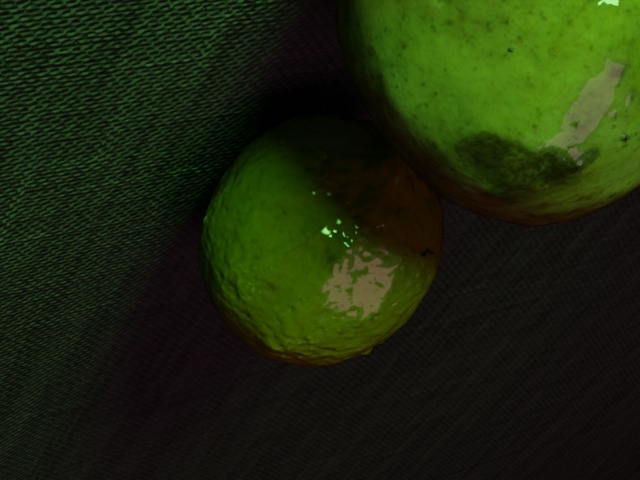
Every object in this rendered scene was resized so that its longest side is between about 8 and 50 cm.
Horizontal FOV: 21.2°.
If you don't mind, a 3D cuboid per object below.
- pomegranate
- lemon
[{"bbox_3d":[0.148,-0.145,1.168,0.281,0.281,0.281,-24,157,-11],"label":"pomegranate"},{"bbox_3d":[0.000,0.000,1.385,0.192,0.192,0.231,-4,141,-45],"label":"lemon"}]
